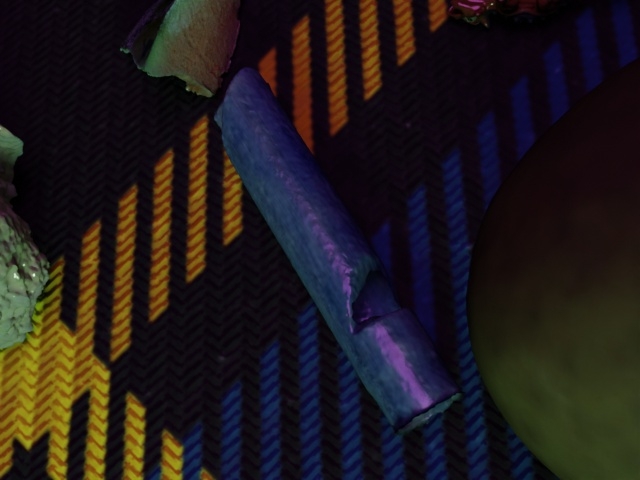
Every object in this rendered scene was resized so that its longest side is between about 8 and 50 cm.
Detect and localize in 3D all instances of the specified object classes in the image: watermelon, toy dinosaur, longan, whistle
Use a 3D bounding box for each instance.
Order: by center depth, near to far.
[{"bbox_3d":[0.245,0.030,0.467,0.319,0.319,0.318,-3,70,7],"label":"longan"},{"bbox_3d":[0.000,0.000,0.628,0.062,0.062,0.304,-30,69,-3],"label":"whistle"},{"bbox_3d":[0.177,-0.201,0.675,0.154,0.055,0.049,-8,67,14],"label":"toy dinosaur"},{"bbox_3d":[-0.114,-0.189,0.723,0.101,0.080,0.155,8,71,48],"label":"watermelon"}]

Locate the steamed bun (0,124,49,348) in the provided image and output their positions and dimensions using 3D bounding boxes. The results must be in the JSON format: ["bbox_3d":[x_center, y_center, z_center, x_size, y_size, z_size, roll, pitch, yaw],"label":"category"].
[{"bbox_3d":[-0.297,-0.034,0.595,0.170,0.225,0.200,-41,68,-7],"label":"steamed bun"}]
